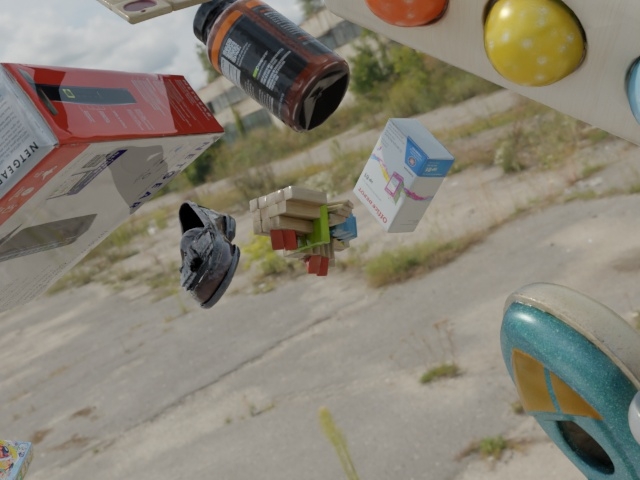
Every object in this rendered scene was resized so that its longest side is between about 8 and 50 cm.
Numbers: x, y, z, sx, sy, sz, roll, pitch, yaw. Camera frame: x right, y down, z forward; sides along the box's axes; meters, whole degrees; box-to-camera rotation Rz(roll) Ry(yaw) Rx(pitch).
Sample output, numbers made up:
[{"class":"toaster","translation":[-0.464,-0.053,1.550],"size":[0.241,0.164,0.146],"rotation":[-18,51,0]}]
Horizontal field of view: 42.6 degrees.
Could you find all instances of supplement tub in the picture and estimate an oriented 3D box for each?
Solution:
[{"class":"supplement tub","translation":[-0.066,-0.225,1.002],"size":[0.106,0.198,0.106],"rotation":[-41,-22,-21]}]

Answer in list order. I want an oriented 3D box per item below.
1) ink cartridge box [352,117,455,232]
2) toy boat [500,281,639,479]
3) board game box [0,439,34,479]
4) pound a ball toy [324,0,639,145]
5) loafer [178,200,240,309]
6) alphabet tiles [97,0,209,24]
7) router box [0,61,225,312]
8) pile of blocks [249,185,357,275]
[{"class":"ink cartridge box","translation":[0.104,-0.082,1.056],"size":[0.052,0.088,0.122],"rotation":[-6,-46,-37]},{"class":"toy boat","translation":[0.285,0.151,0.789],"size":[0.148,0.267,0.318],"rotation":[-38,-5,-19]},{"class":"board game box","translation":[-0.436,0.281,0.980],"size":[0.154,0.026,0.103],"rotation":[5,32,0]},{"class":"pound a ball toy","translation":[0.112,-0.167,0.413],"size":[0.135,0.319,0.208],"rotation":[-52,-22,-24]},{"class":"loafer","translation":[-0.192,0.015,1.298],"size":[0.109,0.095,0.302],"rotation":[-52,17,12]},{"class":"alphabet tiles","translation":[-0.116,-0.270,0.789],"size":[0.237,0.009,0.198],"rotation":[-25,41,-26]},{"class":"router box","translation":[-0.291,-0.031,0.799],"size":[0.335,0.082,0.301],"rotation":[-38,-4,20]},{"class":"pile of blocks","translation":[0.000,0.000,1.505],"size":[0.149,0.112,0.362],"rotation":[-9,-13,19]}]
